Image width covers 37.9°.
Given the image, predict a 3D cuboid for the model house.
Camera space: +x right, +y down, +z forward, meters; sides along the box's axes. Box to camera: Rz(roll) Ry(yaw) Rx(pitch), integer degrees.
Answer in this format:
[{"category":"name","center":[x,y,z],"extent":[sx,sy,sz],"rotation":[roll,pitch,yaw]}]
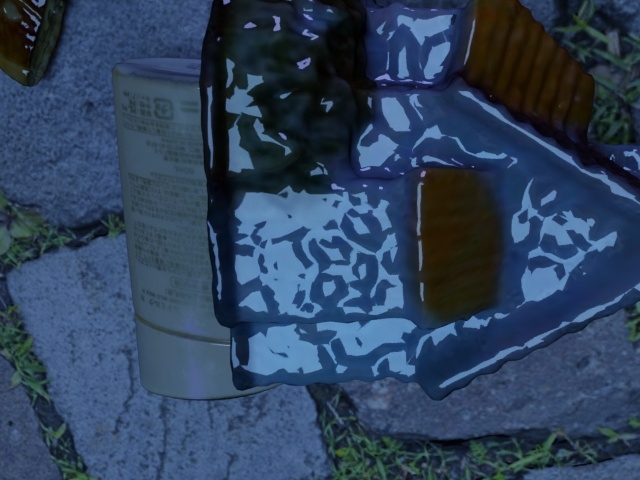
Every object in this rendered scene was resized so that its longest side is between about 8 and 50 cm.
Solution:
[{"category":"model house","center":[0.121,-0.053,0.691],"extent":[0.339,0.360,0.297],"rotation":[3,100,10]}]

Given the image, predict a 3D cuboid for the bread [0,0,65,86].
[{"category":"bread","center":[-0.299,-0.220,0.921],"extent":[0.154,0.054,0.135],"rotation":[-3,104,22]}]

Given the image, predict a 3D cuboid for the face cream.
[{"category":"face cream","center":[-0.108,0.004,0.901],"extent":[0.174,0.081,0.348],"rotation":[8,116,17]}]
